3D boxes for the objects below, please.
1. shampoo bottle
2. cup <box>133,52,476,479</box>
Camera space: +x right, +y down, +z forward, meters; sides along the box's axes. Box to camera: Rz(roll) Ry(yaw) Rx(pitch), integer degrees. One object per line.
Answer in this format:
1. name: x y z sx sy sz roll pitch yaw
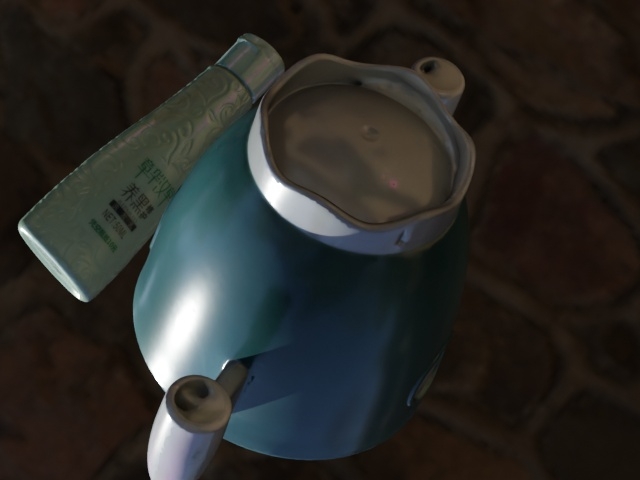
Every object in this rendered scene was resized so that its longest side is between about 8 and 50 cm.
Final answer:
1. shampoo bottle: -0.097 -0.051 1.111 0.069 0.191 0.041 52 162 -28
2. cup: 0.000 0.000 0.927 0.167 0.300 0.173 30 140 7
